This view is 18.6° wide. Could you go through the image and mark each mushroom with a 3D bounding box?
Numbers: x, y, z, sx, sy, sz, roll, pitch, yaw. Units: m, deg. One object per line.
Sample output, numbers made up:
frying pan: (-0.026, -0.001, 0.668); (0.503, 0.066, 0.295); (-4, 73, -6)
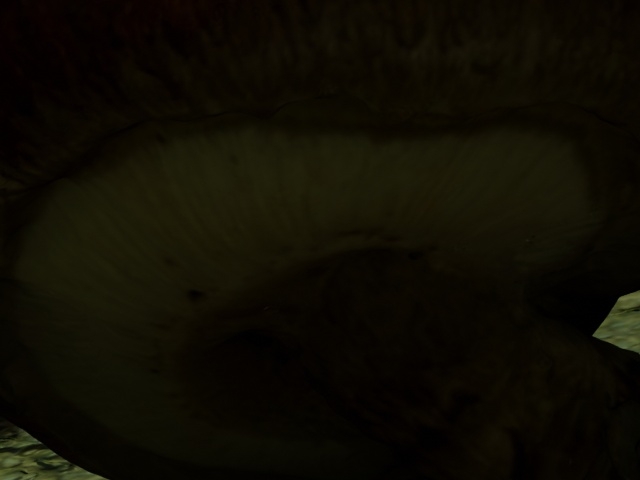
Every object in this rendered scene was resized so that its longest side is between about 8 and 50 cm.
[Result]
mushroom: (0.004, -0.019, 0.608); (0.297, 0.278, 0.163); (-44, 20, 45)
